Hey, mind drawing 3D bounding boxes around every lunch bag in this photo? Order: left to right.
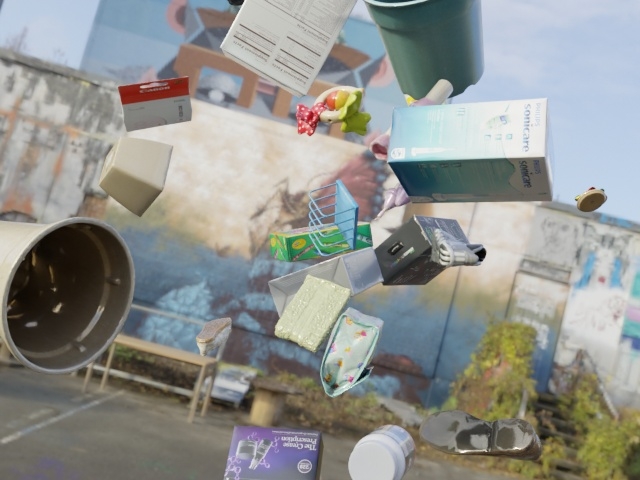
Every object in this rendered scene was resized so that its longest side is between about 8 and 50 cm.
[{"bbox_3d":[0.095,0.362,2.271,0.160,0.262,0.223,20,2,8],"label":"lunch bag"}]

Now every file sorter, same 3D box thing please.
[{"bbox_3d":[0.031,-0.057,1.986,0.104,0.118,0.170,-18,-40,-16],"label":"file sorter"}]

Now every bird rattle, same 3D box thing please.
[{"bbox_3d":[0.046,-0.418,2.315,0.253,0.207,0.143,-1,-45,31],"label":"bird rattle"}]

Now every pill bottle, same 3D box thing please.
[{"bbox_3d":[0.184,0.649,2.141,0.161,0.161,0.283,13,-1,18],"label":"pill bottle"}]

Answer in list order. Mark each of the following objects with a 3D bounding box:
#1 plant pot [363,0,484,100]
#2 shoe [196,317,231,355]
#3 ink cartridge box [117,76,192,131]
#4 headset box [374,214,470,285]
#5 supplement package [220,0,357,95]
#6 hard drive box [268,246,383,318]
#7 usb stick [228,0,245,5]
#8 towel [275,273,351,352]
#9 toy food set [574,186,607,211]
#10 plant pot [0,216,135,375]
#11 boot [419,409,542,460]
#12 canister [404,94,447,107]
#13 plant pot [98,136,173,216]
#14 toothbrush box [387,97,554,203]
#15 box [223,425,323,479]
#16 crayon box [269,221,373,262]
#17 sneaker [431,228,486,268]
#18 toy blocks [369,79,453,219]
[{"bbox_3d":[0.304,-0.590,1.975,0.341,0.341,0.334,11,-37,32],"label":"plant pot"},{"bbox_3d":[-0.337,0.300,2.277,0.076,0.058,0.219,-3,13,15],"label":"shoe"},{"bbox_3d":[-0.443,-0.365,1.944,0.189,0.066,0.232,-12,-2,-12],"label":"ink cartridge box"},{"bbox_3d":[0.339,0.040,2.489,0.283,0.131,0.246,2,-37,-47],"label":"headset box"},{"bbox_3d":[-0.059,-0.462,1.501,0.198,0.263,0.199,28,6,-9],"label":"supplement package"},{"bbox_3d":[0.018,0.090,1.600,0.181,0.089,0.232,-20,-2,22],"label":"hard drive box"},{"bbox_3d":[-0.202,-0.668,1.833,0.077,0.278,0.045,-11,-51,3],"label":"usb stick"},{"bbox_3d":[-0.013,0.141,1.405,0.110,0.148,0.027,20,-26,26],"label":"towel"},{"bbox_3d":[0.736,-0.111,1.955,0.083,0.020,0.082,-31,-49,19],"label":"toy food set"},{"bbox_3d":[-0.635,0.090,1.572,0.305,0.334,0.333,12,-6,32],"label":"plant pot"},{"bbox_3d":[0.384,0.487,1.741,0.305,0.112,0.115,-3,-37,38],"label":"boot"},{"bbox_3d":[0.345,-0.436,2.308,0.126,0.170,0.073,-21,-8,18],"label":"canister"},{"bbox_3d":[-0.346,-0.127,1.326,0.096,0.109,0.109,23,-39,-27],"label":"plant pot"},{"bbox_3d":[0.304,-0.168,1.421,0.295,0.126,0.216,1,-19,23],"label":"toothbrush box"},{"bbox_3d":[-0.131,0.645,2.075,0.261,0.184,0.103,1,-40,7],"label":"box"},{"bbox_3d":[0.000,0.000,2.211,0.278,0.081,0.165,-10,7,-21],"label":"crayon box"},{"bbox_3d":[0.373,0.029,1.928,0.132,0.086,0.229,3,16,-1],"label":"sneaker"},{"bbox_3d":[0.274,-0.166,1.746,0.309,0.260,0.288,42,-25,-5],"label":"toy blocks"}]
